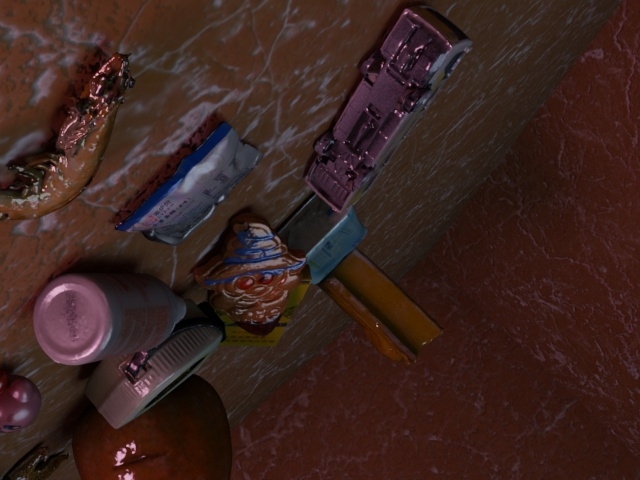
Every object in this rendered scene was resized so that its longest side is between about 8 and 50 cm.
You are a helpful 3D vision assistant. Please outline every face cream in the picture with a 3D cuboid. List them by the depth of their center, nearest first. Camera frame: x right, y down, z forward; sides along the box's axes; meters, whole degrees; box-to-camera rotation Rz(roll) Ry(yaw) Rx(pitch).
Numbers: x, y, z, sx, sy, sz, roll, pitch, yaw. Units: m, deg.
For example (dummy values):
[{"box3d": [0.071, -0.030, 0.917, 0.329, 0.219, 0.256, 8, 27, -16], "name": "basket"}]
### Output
[{"box3d": [-0.234, 0.090, 0.806, 0.101, 0.101, 0.252, -47, 167, 8], "name": "face cream"}]

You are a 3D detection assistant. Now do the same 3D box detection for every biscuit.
[{"box3d": [-0.109, 0.068, 1.053, 0.183, 0.043, 0.280, -12, 131, -12], "name": "biscuit"}]

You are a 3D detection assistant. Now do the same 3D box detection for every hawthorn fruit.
[{"box3d": [-0.280, 0.389, 1.144, 0.268, 0.300, 0.268, -20, 172, -3], "name": "hawthorn fruit"}]

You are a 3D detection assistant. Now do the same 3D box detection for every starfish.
[{"box3d": [-0.527, 0.437, 1.112, 0.240, 0.043, 0.227, -44, 166, 6], "name": "starfish"}]

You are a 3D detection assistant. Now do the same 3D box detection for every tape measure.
[{"box3d": [-0.241, 0.165, 1.010, 0.235, 0.115, 0.207, -37, 171, -46], "name": "tape measure"}]

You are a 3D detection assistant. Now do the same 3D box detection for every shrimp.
[{"box3d": [-0.216, -0.078, 0.503, 0.124, 0.034, 0.178, -17, 154, -52], "name": "shrimp"}]

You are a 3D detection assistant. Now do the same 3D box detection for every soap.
[{"box3d": [0.113, 0.146, 1.520, 0.143, 0.281, 0.259, -50, -169, -10], "name": "soap"}]

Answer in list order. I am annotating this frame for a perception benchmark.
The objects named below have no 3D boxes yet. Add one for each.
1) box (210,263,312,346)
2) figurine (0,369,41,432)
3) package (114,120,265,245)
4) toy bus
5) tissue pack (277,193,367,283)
[{"box3d": [-0.127, 0.126, 1.210, 0.153, 0.041, 0.279, 4, 147, -18], "name": "box"}, {"box3d": [-0.371, 0.193, 0.775, 0.083, 0.071, 0.067, -41, -149, 20], "name": "figurine"}, {"box3d": [-0.147, -0.061, 0.777, 0.171, 0.027, 0.173, -42, 167, 3], "name": "package"}, {"box3d": [0.095, -0.186, 0.975, 0.138, 0.097, 0.342, -34, 164, -48], "name": "toy bus"}, {"box3d": [0.000, 0.000, 1.282, 0.177, 0.089, 0.263, -46, 168, 0], "name": "tissue pack"}]
